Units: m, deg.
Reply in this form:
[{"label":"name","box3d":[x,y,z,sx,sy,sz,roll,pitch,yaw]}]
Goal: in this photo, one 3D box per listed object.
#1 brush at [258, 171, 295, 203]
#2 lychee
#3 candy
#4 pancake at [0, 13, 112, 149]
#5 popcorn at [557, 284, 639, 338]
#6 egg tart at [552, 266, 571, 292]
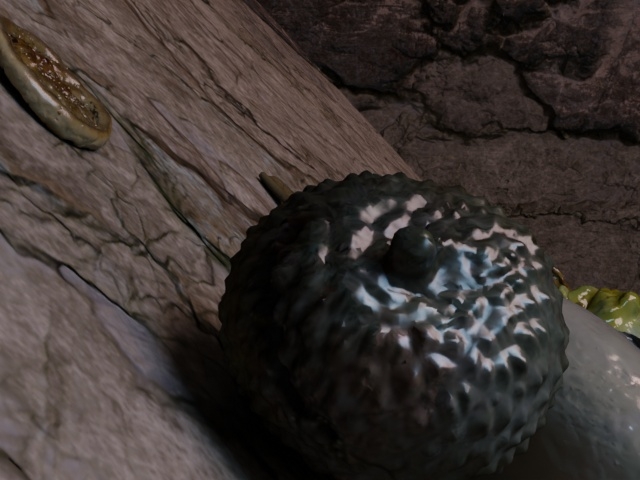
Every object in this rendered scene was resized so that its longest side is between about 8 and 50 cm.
[{"label":"brush","box3d":[0.000,0.000,1.403,0.248,0.036,0.043,46,4,24]},{"label":"lychee","box3d":[0.049,0.074,0.814,0.255,0.255,0.274,52,-31,21]},{"label":"candy","box3d":[0.229,0.229,0.981,0.427,0.186,0.386,57,-14,30]},{"label":"pancake","box3d":[-0.239,-0.140,0.966,0.151,0.025,0.151,47,12,-13]},{"label":"popcorn","box3d":[0.332,0.216,1.321,0.312,0.312,0.312,46,11,-12]},{"label":"egg tart","box3d":[0.282,0.064,1.734,0.297,0.132,0.297,29,-34,22]}]
